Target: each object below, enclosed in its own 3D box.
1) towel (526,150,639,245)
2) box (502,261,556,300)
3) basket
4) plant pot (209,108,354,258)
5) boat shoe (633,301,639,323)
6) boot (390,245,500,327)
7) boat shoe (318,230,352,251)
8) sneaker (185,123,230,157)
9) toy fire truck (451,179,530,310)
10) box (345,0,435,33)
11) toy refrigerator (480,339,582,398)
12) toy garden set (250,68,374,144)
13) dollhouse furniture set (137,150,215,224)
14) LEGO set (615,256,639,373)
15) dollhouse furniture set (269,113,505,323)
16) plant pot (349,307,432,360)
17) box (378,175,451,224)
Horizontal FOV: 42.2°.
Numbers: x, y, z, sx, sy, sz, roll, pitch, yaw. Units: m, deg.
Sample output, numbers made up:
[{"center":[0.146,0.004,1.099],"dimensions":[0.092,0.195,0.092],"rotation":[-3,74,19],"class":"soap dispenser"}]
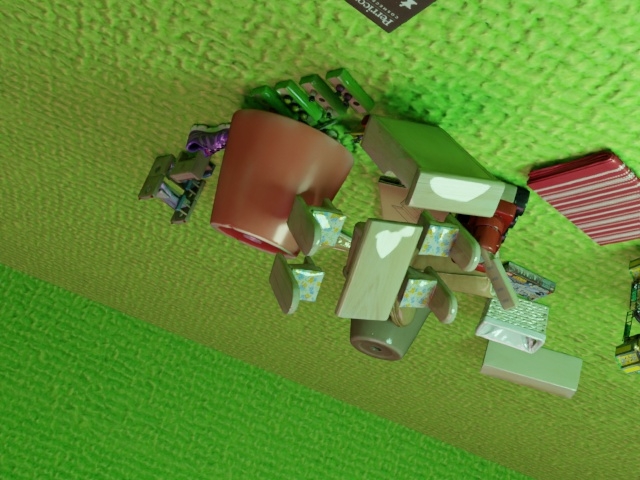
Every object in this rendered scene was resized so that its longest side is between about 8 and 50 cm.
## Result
[{"center":[0.559,-0.078,1.625],"dimensions":[0.275,0.031,0.199],"rotation":[33,151,-30],"class":"towel"},{"center":[0.497,0.102,2.048],"dimensions":[0.137,0.027,0.094],"rotation":[25,157,-11],"class":"box"},{"center":[0.506,0.212,2.179],"dimensions":[0.167,0.103,0.113],"rotation":[19,156,5],"class":"basket"},{"center":[-0.098,-0.107,1.734],"dimensions":[0.275,0.243,0.275],"rotation":[21,172,3],"class":"plant pot"},{"center":[0.874,0.218,1.904],"dimensions":[0.306,0.113,0.105],"rotation":[18,162,10],"class":"boat shoe"},{"center":[0.298,0.112,2.017],"dimensions":[0.270,0.236,0.089],"rotation":[5,-165,34],"class":"boot"},{"center":[0.000,0.000,2.158],"dimensions":[0.190,0.072,0.068],"rotation":[20,156,-1],"class":"boat shoe"},{"center":[-0.232,-0.218,1.883],"dimensions":[0.170,0.071,0.068],"rotation":[3,151,32],"class":"sneaker"},{"center":[0.349,0.022,1.727],"dimensions":[0.158,0.246,0.217],"rotation":[19,156,3],"class":"toy fire truck"},{"center":[0.111,-0.418,1.090],"dimensions":[0.168,0.167,0.203],"rotation":[31,154,-22],"class":"box"},{"center":[0.613,0.369,2.425],"dimensions":[0.270,0.102,0.094],"rotation":[15,155,10],"class":"toy refrigerator"},{"center":[0.003,-0.244,1.676],"dimensions":[0.244,0.049,0.204],"rotation":[-3,147,41],"class":"toy garden set"},{"center":[-0.335,-0.132,2.071],"dimensions":[0.184,0.129,0.129],"rotation":[-4,146,43],"class":"dollhouse furniture set"},{"center":[0.745,0.155,1.644],"dimensions":[0.255,0.331,0.192],"rotation":[40,144,-12],"class":"LEGO set"},{"center":[0.148,0.002,1.562],"dimensions":[0.362,0.256,0.394],"rotation":[7,117,-24],"class":"dollhouse furniture set"},{"center":[0.183,0.195,2.239],"dimensions":[0.263,0.229,0.263],"rotation":[16,156,7],"class":"plant pot"},{"center":[0.219,-0.072,1.905],"dimensions":[0.164,0.021,0.201],"rotation":[13,154,15],"class":"box"}]
